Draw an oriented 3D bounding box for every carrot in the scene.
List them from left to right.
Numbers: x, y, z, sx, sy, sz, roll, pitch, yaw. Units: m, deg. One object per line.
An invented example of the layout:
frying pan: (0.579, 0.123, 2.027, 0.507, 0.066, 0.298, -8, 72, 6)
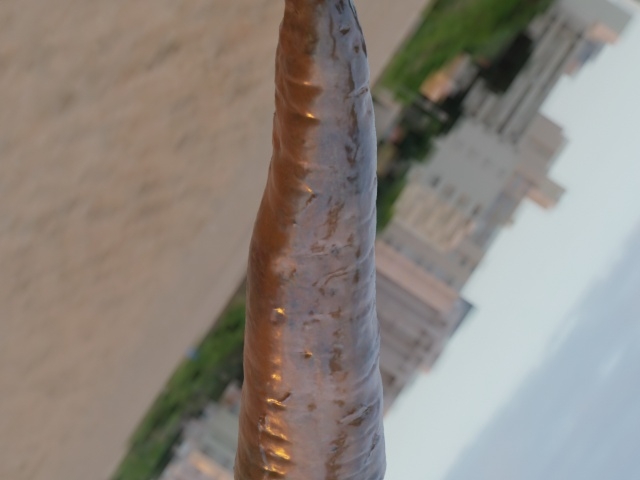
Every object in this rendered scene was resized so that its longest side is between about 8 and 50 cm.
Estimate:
carrot: (0.000, 0.000, 0.677, 0.057, 0.057, 0.224, -57, 157, -49)
